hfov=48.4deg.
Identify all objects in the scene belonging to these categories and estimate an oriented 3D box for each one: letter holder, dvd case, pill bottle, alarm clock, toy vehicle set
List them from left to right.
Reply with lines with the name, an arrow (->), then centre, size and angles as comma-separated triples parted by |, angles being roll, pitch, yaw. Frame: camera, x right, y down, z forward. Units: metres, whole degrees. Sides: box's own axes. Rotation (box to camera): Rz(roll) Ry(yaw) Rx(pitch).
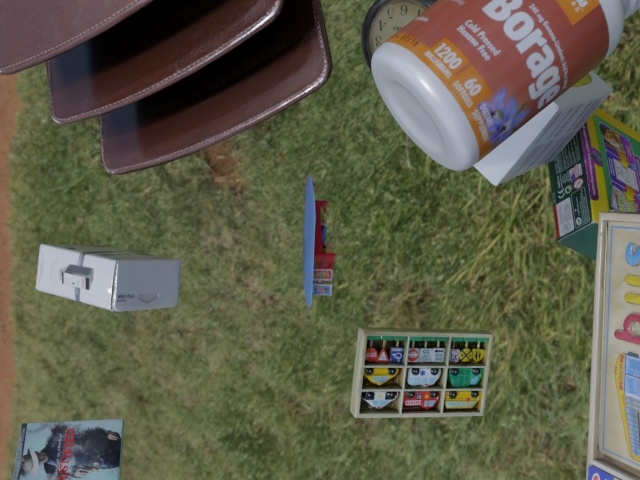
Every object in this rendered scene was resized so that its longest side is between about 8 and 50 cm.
dvd case -> -0.295, 0.255, 0.838 | 0.120, 0.087, 0.013 | -1, 145, -7
letter holder -> -0.163, -0.205, 0.695 | 0.302, 0.152, 0.214 | -17, 76, 28
alarm clock -> 0.122, -0.244, 0.937 | 0.129, 0.064, 0.191 | 16, 121, 34
toy vehicle set -> 0.194, 0.252, 1.362 | 0.267, 0.035, 0.165 | 3, 97, -15
pill bottle -> 0.157, -0.165, 0.570 | 0.121, 0.216, 0.121 | 51, 176, 4

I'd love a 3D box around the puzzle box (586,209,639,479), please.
puzzle box -> 0.406, 0.174, 0.768 | 0.272, 0.052, 0.408 | -170, 79, -67

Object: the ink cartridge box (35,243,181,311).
ink cartridge box -> -0.242, 0.039, 0.816 | 0.135, 0.099, 0.056 | 9, 94, 33

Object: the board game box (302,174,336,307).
board game box -> 0.000, 0.000, 0.905 | 0.033, 0.133, 0.168 | 1, 111, -6

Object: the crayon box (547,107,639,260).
crayon box -> 0.650, -0.106, 1.570 | 0.313, 0.362, 0.106 | 24, 142, -24

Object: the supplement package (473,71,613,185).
supplement package -> 0.389, -0.266, 1.392 | 0.199, 0.263, 0.198 | 48, 132, 19
